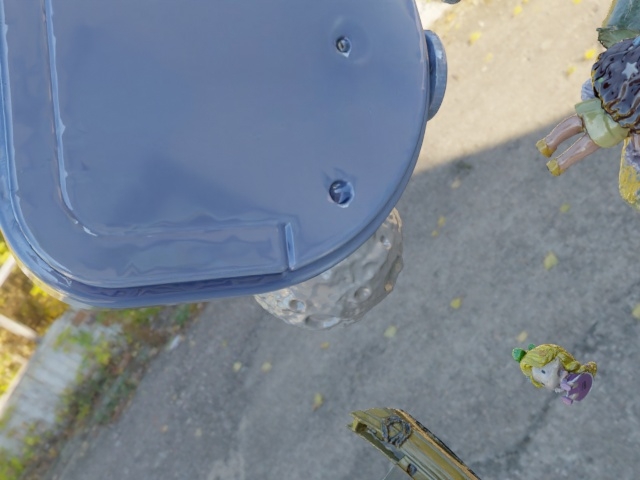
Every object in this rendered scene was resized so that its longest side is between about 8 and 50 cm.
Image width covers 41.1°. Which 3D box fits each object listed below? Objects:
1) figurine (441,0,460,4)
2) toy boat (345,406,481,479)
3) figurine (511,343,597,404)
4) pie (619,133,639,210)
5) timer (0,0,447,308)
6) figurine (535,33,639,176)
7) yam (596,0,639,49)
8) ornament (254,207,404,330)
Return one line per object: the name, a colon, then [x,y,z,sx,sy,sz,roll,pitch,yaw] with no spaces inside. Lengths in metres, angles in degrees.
figurine: [0.188,-0.548,1.480,0.378,0.361,0.266,157,136,-79]
toy boat: [0.233,0.536,1.888,0.162,0.445,0.136,-35,-26,-29]
figurine: [0.454,0.240,1.647,0.115,0.094,0.156,-19,28,-34]
pie: [0.560,-0.160,1.435,0.185,0.052,0.218,-87,6,-54]
timer: [-0.081,-0.132,0.701,0.395,0.395,0.173,-60,12,-17]
figurine: [0.391,-0.175,1.104,0.240,0.116,0.174,-47,53,37]
yam: [0.603,-0.434,1.425,0.300,0.195,0.195,-64,24,-5]
ornament: [0.000,0.000,1.690,0.337,0.337,0.337,-42,25,25]
